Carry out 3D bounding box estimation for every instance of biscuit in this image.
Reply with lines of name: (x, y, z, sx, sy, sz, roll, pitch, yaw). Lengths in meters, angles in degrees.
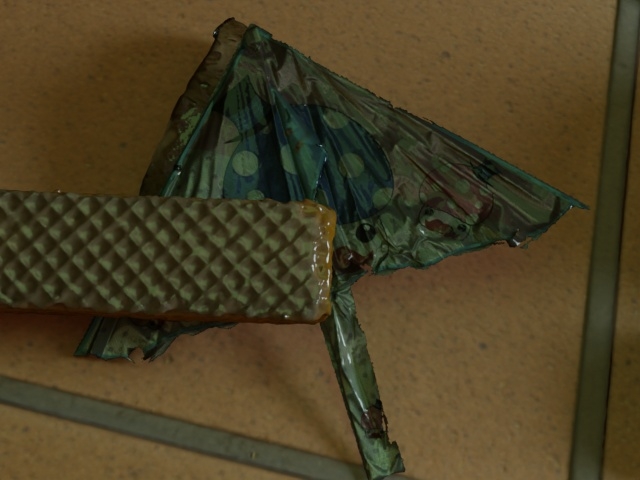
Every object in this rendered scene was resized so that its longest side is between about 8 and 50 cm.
biscuit: (-0.178, 0.009, 0.797, 0.378, 0.054, 0.094, 3, 80, 4)

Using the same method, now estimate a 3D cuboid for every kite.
kite: (0.000, 0.000, 0.825, 0.406, 0.014, 0.368, -17, 79, -1)

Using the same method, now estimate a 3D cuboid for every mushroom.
mushroom: (-0.076, -0.096, 0.900, 0.094, 0.072, 0.210, 27, 61, 0)
